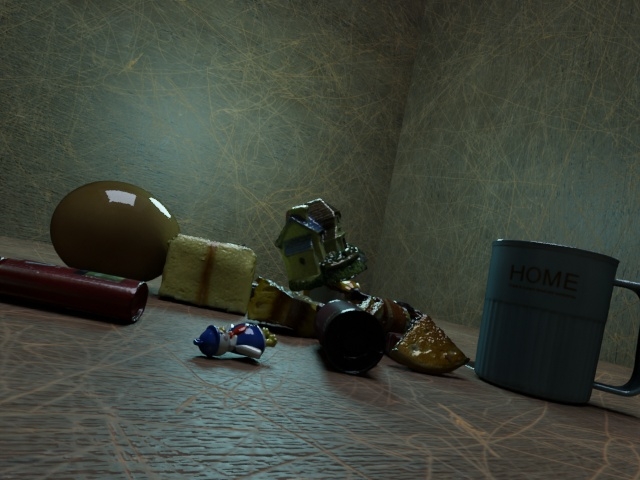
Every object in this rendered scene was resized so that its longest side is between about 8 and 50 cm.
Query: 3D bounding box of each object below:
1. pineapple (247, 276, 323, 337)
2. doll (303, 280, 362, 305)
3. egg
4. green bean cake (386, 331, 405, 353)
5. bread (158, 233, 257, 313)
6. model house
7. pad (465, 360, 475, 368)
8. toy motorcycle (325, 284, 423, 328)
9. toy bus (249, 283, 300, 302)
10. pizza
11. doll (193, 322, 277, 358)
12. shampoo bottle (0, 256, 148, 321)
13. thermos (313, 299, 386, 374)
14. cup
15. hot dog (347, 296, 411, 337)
[{"bbox_3d":[-0.071,0.171,1.225,0.236,0.115,0.186,14,-3,12],"label":"pineapple"},{"bbox_3d":[0.052,0.212,1.866,0.269,0.167,0.162,23,12,-39],"label":"doll"},{"bbox_3d":[-0.590,-0.019,1.469,0.300,0.302,0.373,9,-7,37],"label":"egg"},{"bbox_3d":[0.225,0.253,1.142,0.135,0.057,0.135,13,-3,-10],"label":"green bean cake"},{"bbox_3d":[-0.323,0.101,1.471,0.263,0.199,0.236,14,-11,-5],"label":"bread"},{"bbox_3d":[0.000,0.000,1.673,0.260,0.267,0.321,-16,5,14],"label":"model house"},{"bbox_3d":[0.490,0.346,1.319,0.265,0.002,0.176,12,-3,-14],"label":"pad"},{"bbox_3d":[0.166,0.227,1.520,0.400,0.134,0.207,12,-4,27],"label":"toy motorcycle"},{"bbox_3d":[-0.201,0.184,1.643,0.261,0.091,0.109,14,-11,-8],"label":"toy bus"},{"bbox_3d":[0.222,0.220,1.053,0.178,0.131,0.041,-1,-35,-19],"label":"pizza"},{"bbox_3d":[-0.136,0.159,0.785,0.142,0.058,0.098,8,15,-42],"label":"doll"},{"bbox_3d":[-0.479,0.083,0.904,0.313,0.076,0.118,12,-1,-5],"label":"shampoo bottle"},{"bbox_3d":[0.058,0.183,1.006,0.136,0.110,0.330,11,-4,-4],"label":"thermos"},{"bbox_3d":[0.522,0.182,1.110,0.330,0.312,0.257,12,-3,-5],"label":"cup"},{"bbox_3d":[0.129,0.193,1.235,0.146,0.103,0.213,-27,-38,28],"label":"hot dog"}]
